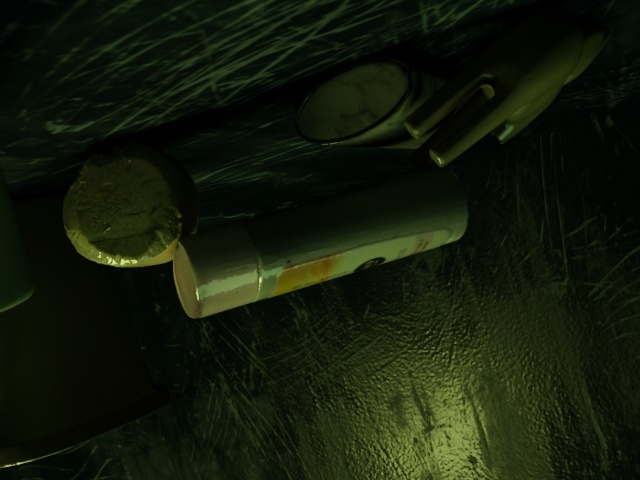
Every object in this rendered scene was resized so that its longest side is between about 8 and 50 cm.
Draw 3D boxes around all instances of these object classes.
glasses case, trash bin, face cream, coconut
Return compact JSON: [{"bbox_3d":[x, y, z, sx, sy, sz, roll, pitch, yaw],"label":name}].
[{"bbox_3d":[0.081,-0.128,0.855,0.114,0.060,0.299,-22,177,22],"label":"glasses case"},{"bbox_3d":[-0.317,0.092,0.937,0.219,0.250,0.220,-17,179,30],"label":"trash bin"},{"bbox_3d":[0.000,0.000,0.800,0.269,0.073,0.107,-15,159,-20],"label":"face cream"},{"bbox_3d":[-0.169,-0.030,0.797,0.116,0.116,0.122,-17,179,-3],"label":"coconut"}]

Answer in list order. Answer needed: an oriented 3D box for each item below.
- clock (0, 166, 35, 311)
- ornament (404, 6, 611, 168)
[{"bbox_3d":[-0.317,0.024,0.481,0.265,0.108,0.324,-22,-170,-27],"label":"clock"},{"bbox_3d":[0.187,-0.145,0.811,0.245,0.061,0.230,-39,170,1],"label":"ornament"}]
